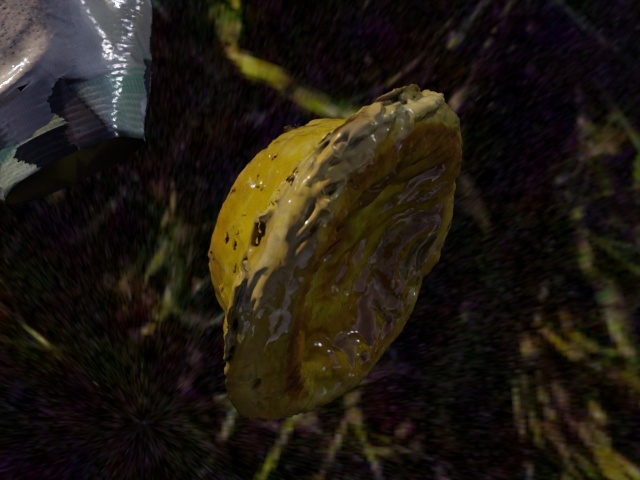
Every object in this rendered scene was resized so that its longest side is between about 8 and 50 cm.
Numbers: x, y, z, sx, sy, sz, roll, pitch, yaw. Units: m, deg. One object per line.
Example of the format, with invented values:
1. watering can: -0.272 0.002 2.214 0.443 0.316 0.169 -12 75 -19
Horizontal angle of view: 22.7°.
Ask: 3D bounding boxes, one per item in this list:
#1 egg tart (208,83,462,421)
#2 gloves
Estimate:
1. egg tart: 0.000 0.000 1.245 0.116 0.295 0.295 30 80 22
2. gloves: -0.163 -0.133 0.837 0.127 0.111 0.212 -30 80 26
